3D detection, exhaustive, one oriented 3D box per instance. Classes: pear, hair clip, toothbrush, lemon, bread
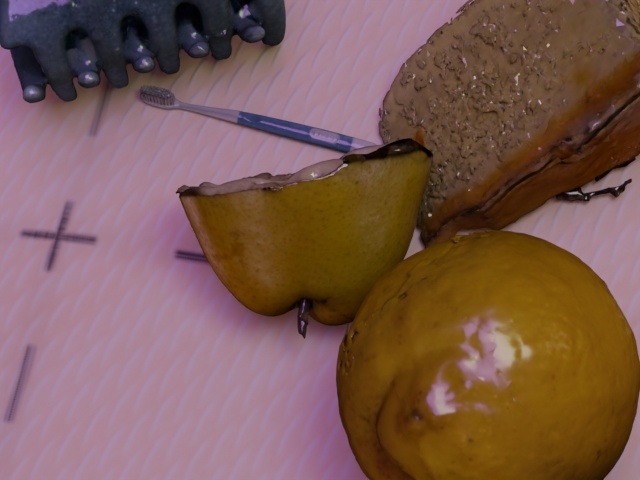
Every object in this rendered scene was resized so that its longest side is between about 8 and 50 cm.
[{"bbox_3d":[-0.002,0.000,1.614,0.267,0.267,0.178,-12,98,-3],"label":"pear"},{"bbox_3d":[-0.202,-0.292,1.690,0.318,0.392,0.238,-17,94,-6],"label":"hair clip"},{"bbox_3d":[-0.070,-0.132,1.744,0.275,0.025,0.019,14,67,8],"label":"toothbrush"},{"bbox_3d":[0.155,0.129,1.480,0.297,0.297,0.297,-1,67,2],"label":"lemon"},{"bbox_3d":[0.259,-0.154,1.715,0.279,0.315,0.248,-3,60,-47],"label":"bread"}]
